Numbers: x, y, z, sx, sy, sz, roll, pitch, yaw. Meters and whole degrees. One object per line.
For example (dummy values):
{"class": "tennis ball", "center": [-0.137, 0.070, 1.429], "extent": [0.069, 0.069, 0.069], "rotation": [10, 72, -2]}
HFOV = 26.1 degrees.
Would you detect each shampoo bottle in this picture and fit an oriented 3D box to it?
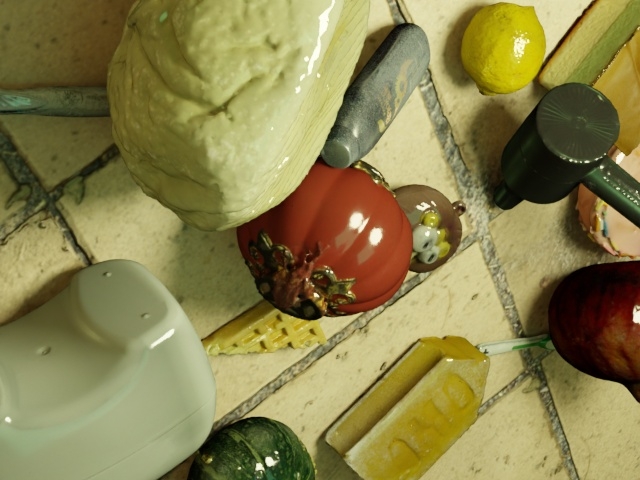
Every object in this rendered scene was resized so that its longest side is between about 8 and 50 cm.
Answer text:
{"class": "shampoo bottle", "center": [0.067, -0.173, 1.660], "extent": [0.234, 0.049, 0.087], "rotation": [-55, 144, -40]}

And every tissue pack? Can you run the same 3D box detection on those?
{"class": "tissue pack", "center": [-0.291, 0.198, 1.582], "extent": [0.333, 0.229, 0.236], "rotation": [-27, 128, -20]}

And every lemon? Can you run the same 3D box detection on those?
{"class": "lemon", "center": [0.235, -0.245, 1.772], "extent": [0.109, 0.109, 0.133], "rotation": [4, 120, -38]}

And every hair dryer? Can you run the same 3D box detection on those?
{"class": "hair dryer", "center": [0.381, -0.053, 1.855], "extent": [0.116, 0.302, 0.244], "rotation": [-47, 173, -18]}

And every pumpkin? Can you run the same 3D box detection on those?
{"class": "pumpkin", "center": [-0.093, 0.330, 1.867], "extent": [0.190, 0.146, 0.190], "rotation": [-39, 154, -23]}

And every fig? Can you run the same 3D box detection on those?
{"class": "fig", "center": [0.457, 0.125, 2.073], "extent": [0.235, 0.235, 0.214], "rotation": [9, 103, -39]}

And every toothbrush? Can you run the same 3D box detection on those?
{"class": "toothbrush", "center": [-0.344, -0.147, 1.463], "extent": [0.413, 0.042, 0.035], "rotation": [-4, 119, -37]}
{"class": "toothbrush", "center": [0.363, 0.160, 2.173], "extent": [0.304, 0.030, 0.030], "rotation": [-4, 119, -34]}

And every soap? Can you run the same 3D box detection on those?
{"class": "soap", "center": [0.143, 0.252, 2.036], "extent": [0.257, 0.080, 0.160], "rotation": [-45, 134, -4]}

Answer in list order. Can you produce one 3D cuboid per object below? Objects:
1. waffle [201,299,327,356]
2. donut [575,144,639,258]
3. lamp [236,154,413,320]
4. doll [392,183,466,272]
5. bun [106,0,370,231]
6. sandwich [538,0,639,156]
{"class": "waffle", "center": [-0.088, 0.144, 1.839], "extent": [0.191, 0.032, 0.125], "rotation": [-33, 134, -13]}
{"class": "donut", "center": [0.467, -0.073, 2.064], "extent": [0.199, 0.085, 0.233], "rotation": [-48, 134, -4]}
{"class": "lamp", "center": [0.000, 0.000, 1.675], "extent": [0.227, 0.227, 0.227], "rotation": [-18, 126, -26]}
{"class": "doll", "center": [0.113, 0.006, 1.856], "extent": [0.145, 0.096, 0.188], "rotation": [29, 108, -36]}
{"class": "bun", "center": [-0.093, -0.193, 1.458], "extent": [0.352, 0.227, 0.349], "rotation": [104, 12, -55]}
{"class": "sandwich", "center": [0.434, -0.249, 1.915], "extent": [0.220, 0.108, 0.186], "rotation": [-53, 133, 2]}
